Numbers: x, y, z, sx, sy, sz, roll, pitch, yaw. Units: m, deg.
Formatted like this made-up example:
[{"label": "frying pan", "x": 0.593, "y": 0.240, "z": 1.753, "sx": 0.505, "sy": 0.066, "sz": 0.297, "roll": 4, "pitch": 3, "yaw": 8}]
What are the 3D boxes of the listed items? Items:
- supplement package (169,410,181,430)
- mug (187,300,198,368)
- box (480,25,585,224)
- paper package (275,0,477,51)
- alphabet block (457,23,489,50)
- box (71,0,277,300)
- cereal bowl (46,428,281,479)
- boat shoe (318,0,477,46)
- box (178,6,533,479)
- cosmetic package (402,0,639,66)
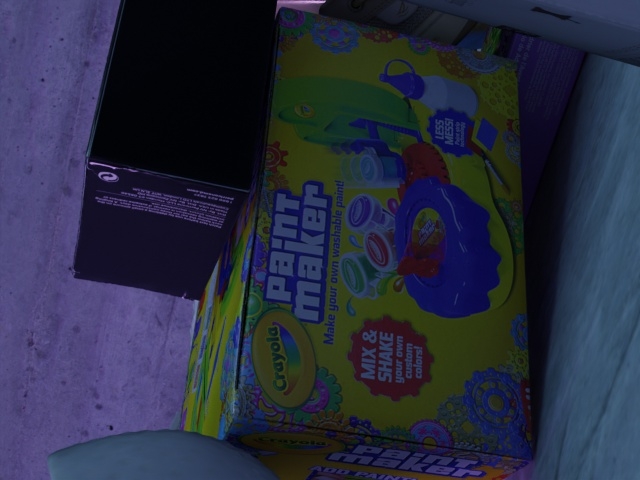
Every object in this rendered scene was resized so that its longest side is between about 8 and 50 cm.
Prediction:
[{"label": "supplement package", "x": -0.070, "y": 0.350, "z": 1.054, "sx": 0.198, "sy": 0.263, "sz": 0.199, "roll": -74, "pitch": -2, "yaw": -59}, {"label": "mug", "x": 0.000, "y": 0.000, "z": 1.119, "sx": 0.374, "sy": 0.276, "sz": 0.328, "roll": -96, "pitch": 14, "yaw": -60}, {"label": "box", "x": 0.154, "y": -0.101, "z": 0.820, "sx": 0.201, "sy": 0.057, "sz": 0.293, "roll": -75, "pitch": 0, "yaw": -67}, {"label": "paper package", "x": 0.046, "y": -0.262, "z": 1.290, "sx": 0.324, "sy": 0.310, "sz": 0.168, "roll": 71, "pitch": -150, "yaw": -52}, {"label": "alphabet block", "x": 0.113, "y": -0.320, "z": 0.980, "sx": 0.193, "sy": 0.192, "sz": 0.197, "roll": 106, "pitch": 145, "yaw": -55}, {"label": "box", "x": -0.097, "y": -0.115, "z": 0.680, "sx": 0.184, "sy": 0.103, "sz": 0.261, "roll": 129, "pitch": 151, "yaw": -60}, {"label": "cereal bowl", "x": -0.027, "y": 0.250, "z": 0.484, "sx": 0.339, "sy": 0.141, "sz": 0.338, "roll": 165, "pitch": 90, "yaw": -74}, {"label": "boat shoe", "x": 0.119, "y": -0.239, "z": 0.672, "sx": 0.302, "sy": 0.098, "sz": 0.109, "roll": -45, "pitch": 12, "yaw": 28}, {"label": "box", "x": 0.010, "y": 0.046, "z": 0.703, "sx": 0.279, "sy": 0.177, "sz": 0.289, "roll": 118, "pitch": 160, "yaw": -59}, {"label": "cosmetic package", "x": 0.099, "y": -0.170, "z": 0.416, "sx": 0.151, "sy": 0.184, "sz": 0.151, "roll": -67, "pitch": -7, "yaw": -80}]
